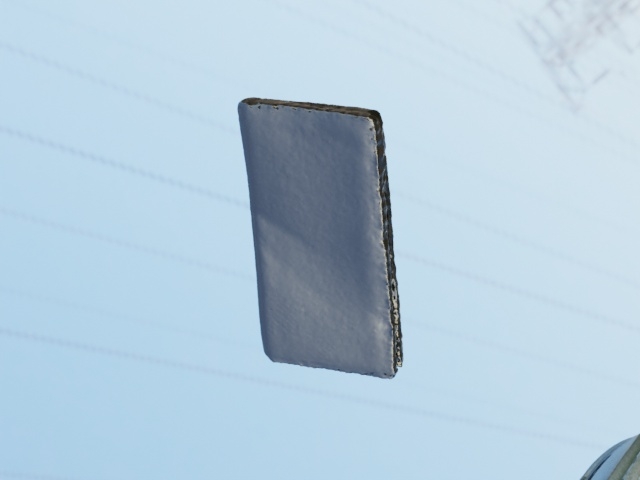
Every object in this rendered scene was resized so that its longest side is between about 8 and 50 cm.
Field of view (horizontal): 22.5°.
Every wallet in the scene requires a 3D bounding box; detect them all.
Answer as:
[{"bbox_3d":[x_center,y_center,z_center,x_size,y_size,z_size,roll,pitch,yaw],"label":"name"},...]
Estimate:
[{"bbox_3d":[0.000,0.000,1.311,0.025,0.124,0.244,-53,-37,-53],"label":"wallet"}]

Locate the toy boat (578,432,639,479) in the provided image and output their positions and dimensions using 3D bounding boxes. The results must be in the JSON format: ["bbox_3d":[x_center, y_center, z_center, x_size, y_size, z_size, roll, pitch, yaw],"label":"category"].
[{"bbox_3d":[0.246,0.310,1.515,0.092,0.320,0.141,29,-153,17],"label":"toy boat"}]
